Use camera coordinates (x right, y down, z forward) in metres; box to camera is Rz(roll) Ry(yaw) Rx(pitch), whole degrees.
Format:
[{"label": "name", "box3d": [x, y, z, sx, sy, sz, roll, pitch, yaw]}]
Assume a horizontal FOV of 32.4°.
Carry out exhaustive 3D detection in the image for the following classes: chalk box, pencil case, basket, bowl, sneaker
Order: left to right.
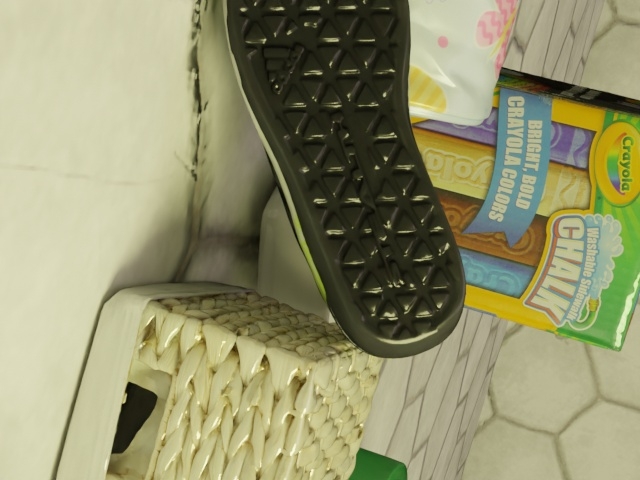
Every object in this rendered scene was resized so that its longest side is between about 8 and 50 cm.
[{"label": "basket", "box3d": [-0.041, 0.088, 0.549, 0.167, 0.103, 0.113, 6, 100, -74]}, {"label": "bowl", "box3d": [0.000, 0.000, 0.681, 0.142, 0.053, 0.142, -64, 164, -49]}, {"label": "sneaker", "box3d": [0.004, -0.051, 0.535, 0.097, 0.084, 0.234, -163, -120, -81]}, {"label": "pencil case", "box3d": [0.072, -0.201, 0.617, 0.124, 0.114, 0.273, -16, 123, -61]}, {"label": "chalk box", "box3d": [0.192, -0.033, 0.890, 0.180, 0.289, 0.179, -29, 135, -69]}]

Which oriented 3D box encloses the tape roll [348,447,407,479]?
[{"label": "tape roll", "box3d": [-0.007, 0.348, 1.017, 0.321, 0.077, 0.321, 18, 90, -75]}]
